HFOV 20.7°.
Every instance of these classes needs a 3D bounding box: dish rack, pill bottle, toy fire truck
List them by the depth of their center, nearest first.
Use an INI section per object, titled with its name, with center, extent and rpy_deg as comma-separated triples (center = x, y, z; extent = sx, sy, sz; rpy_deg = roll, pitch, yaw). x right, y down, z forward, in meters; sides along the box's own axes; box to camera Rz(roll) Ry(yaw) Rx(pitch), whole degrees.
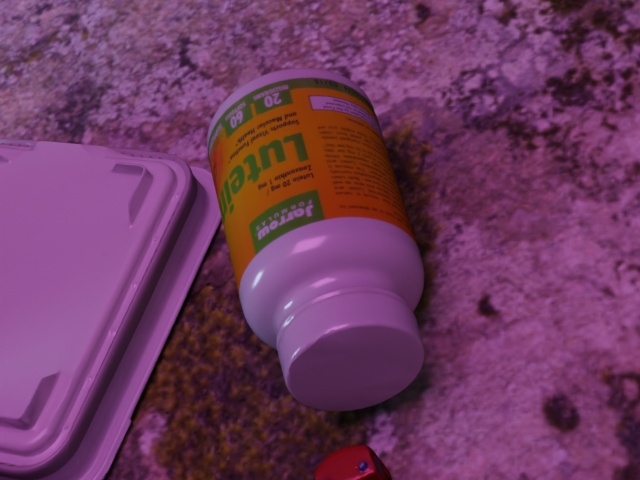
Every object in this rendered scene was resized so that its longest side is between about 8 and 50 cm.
[toy fire truck]
center = 0.032, 0.201, 1.142
extent = 0.047, 0.135, 0.192
rpy_deg = -25, 49, 6
[pill bottle]
center = 0.000, 0.000, 1.307
extent = 0.136, 0.136, 0.245
rpy_deg = -22, 49, 8
[dish rack]
center = -0.255, 0.047, 1.438
extent = 0.285, 0.072, 0.333
rpy_deg = 6, 58, 29
